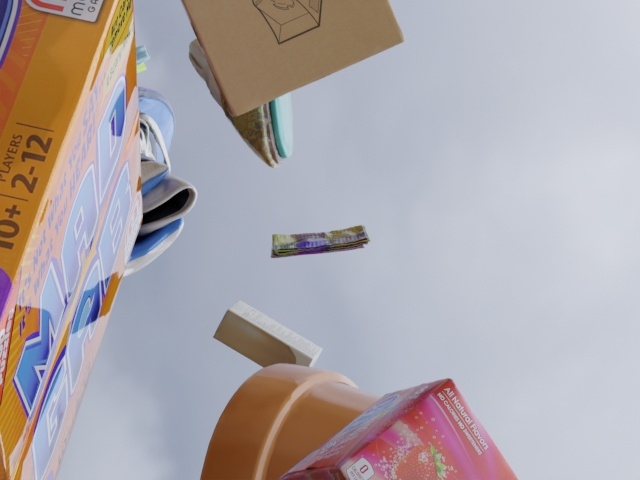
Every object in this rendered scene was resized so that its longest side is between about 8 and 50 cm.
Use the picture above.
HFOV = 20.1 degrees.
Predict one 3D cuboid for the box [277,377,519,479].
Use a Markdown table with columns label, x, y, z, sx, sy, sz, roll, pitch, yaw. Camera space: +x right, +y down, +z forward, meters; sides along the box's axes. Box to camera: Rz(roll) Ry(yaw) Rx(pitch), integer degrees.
| label | x | y | z | sx | sy | sz | roll | pitch | yaw |
| --- | --- | --- | --- | --- | --- | --- | --- | --- | --- |
| box | 0.101 | 0.250 | 1.415 | 0.257 | 0.128 | 0.122 | 57 | -28 | -4 |

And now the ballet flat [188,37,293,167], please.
| label | x | y | z | sx | sy | sz | roll | pitch | yaw |
| --- | --- | --- | --- | --- | --- | --- | --- | --- | --- |
| ballet flat | -0.082 | -0.227 | 1.883 | 0.123 | 0.123 | 0.349 | 126 | -31 | -60 |

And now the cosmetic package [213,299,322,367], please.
| label | x | y | z | sx | sy | sz | roll | pitch | yaw |
| --- | --- | --- | --- | --- | --- | --- | --- | --- | --- |
| cosmetic package | -0.060 | 0.118 | 2.067 | 0.041 | 0.115 | 0.060 | -61 | 173 | 13 |

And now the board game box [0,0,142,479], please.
| label | x | y | z | sx | sy | sz | roll | pitch | yaw |
| --- | --- | --- | --- | --- | --- | --- | --- | --- | --- |
| board game box | -0.359 | -0.004 | 1.405 | 0.356 | 0.356 | 0.356 | 97 | 6 | -58 |

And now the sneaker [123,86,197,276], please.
| label | x | y | z | sx | sy | sz | roll | pitch | yaw |
| --- | --- | --- | --- | --- | --- | --- | --- | --- | --- |
| sneaker | -0.195 | -0.061 | 1.955 | 0.236 | 0.323 | 0.130 | 2 | -56 | 38 |

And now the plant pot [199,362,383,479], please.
| label | x | y | z | sx | sy | sz | roll | pitch | yaw |
| --- | --- | --- | --- | --- | --- | --- | --- | --- | --- |
| plant pot | 0.036 | 0.273 | 1.800 | 0.203 | 0.291 | 0.291 | 2 | -78 | 30 |

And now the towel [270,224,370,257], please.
| label | x | y | z | sx | sy | sz | roll | pitch | yaw |
| --- | --- | --- | --- | --- | --- | --- | --- | --- | --- |
| towel | 0.000 | 0.000 | 1.505 | 0.060 | 0.083 | 0.009 | -91 | 174 | -75 |

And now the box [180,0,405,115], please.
| label | x | y | z | sx | sy | sz | roll | pitch | yaw |
| --- | --- | --- | --- | --- | --- | --- | --- | --- | --- |
| box | -0.041 | -0.226 | 1.513 | 0.021 | 0.164 | 0.201 | -137 | -157 | -76 |

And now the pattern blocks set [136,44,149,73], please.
| label | x | y | z | sx | sy | sz | roll | pitch | yaw |
| --- | --- | --- | --- | --- | --- | --- | --- | --- | --- |
| pattern blocks set | -0.334 | -0.154 | 2.133 | 0.026 | 0.285 | 0.325 | 66 | -21 | -3 |
